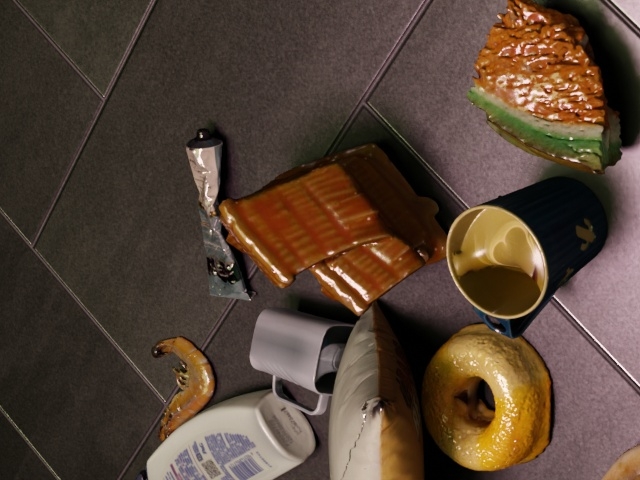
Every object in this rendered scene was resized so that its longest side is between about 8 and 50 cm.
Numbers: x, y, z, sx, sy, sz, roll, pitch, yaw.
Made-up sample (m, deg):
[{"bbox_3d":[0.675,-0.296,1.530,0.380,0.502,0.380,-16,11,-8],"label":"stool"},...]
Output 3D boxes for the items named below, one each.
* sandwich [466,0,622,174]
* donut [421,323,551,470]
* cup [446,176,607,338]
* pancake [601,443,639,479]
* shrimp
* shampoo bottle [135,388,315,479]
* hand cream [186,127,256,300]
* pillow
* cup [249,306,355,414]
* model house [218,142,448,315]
[{"bbox_3d":[0.261,-0.166,1.788,0.184,0.109,0.160,28,105,32],"label":"sandwich"},{"bbox_3d":[0.199,0.201,2.013,0.174,0.074,0.190,34,127,26],"label":"donut"},{"bbox_3d":[0.236,0.019,1.846,0.131,0.155,0.176,25,125,31],"label":"cup"},{"bbox_3d":[0.463,0.410,1.876,0.382,0.071,0.382,17,117,35],"label":"pancake"},{"bbox_3d":[-0.221,0.216,2.415,0.124,0.034,0.178,51,132,16],"label":"shrimp"},{"bbox_3d":[-0.158,0.318,2.369,0.134,0.078,0.359,53,134,-2],"label":"shampoo bottle"},{"bbox_3d":[-0.139,-0.035,2.233,0.075,0.052,0.248,29,135,57],"label":"hand cream"},{"bbox_3d":[0.069,0.268,2.036,0.119,0.310,0.312,0,113,3],"label":"pillow"},{"bbox_3d":[-0.018,0.160,2.156,0.129,0.095,0.128,15,95,40],"label":"cup"},{"bbox_3d":[0.001,-0.001,1.977,0.219,0.229,0.199,-30,91,42],"label":"model house"}]
